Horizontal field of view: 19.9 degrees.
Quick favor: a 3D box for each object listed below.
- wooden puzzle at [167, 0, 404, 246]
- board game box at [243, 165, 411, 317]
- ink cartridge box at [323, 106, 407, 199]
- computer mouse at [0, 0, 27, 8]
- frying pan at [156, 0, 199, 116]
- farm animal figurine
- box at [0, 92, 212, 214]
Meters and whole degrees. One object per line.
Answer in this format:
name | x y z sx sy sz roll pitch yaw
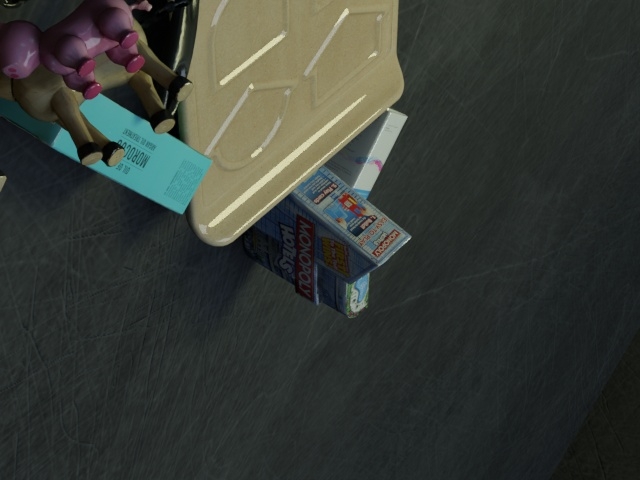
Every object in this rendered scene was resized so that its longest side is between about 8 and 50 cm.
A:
wooden puzzle | -0.041 -0.211 1.763 0.322 0.080 0.348 -42 145 -31
board game box | 0.000 0.000 1.927 0.060 0.194 0.194 -41 149 -33
ink cartridge box | 0.026 -0.104 1.982 0.052 0.088 0.122 5 114 -62
computer mouse | -0.227 -0.282 1.390 0.071 0.041 0.242 -21 143 -40
frying pan | -0.090 -0.278 1.550 0.197 0.053 0.326 -29 130 -53
farm animal figurine | -0.290 -0.096 1.335 0.327 0.172 0.330 -50 156 17
box | -0.194 -0.096 1.575 0.060 0.100 0.244 -60 156 0
